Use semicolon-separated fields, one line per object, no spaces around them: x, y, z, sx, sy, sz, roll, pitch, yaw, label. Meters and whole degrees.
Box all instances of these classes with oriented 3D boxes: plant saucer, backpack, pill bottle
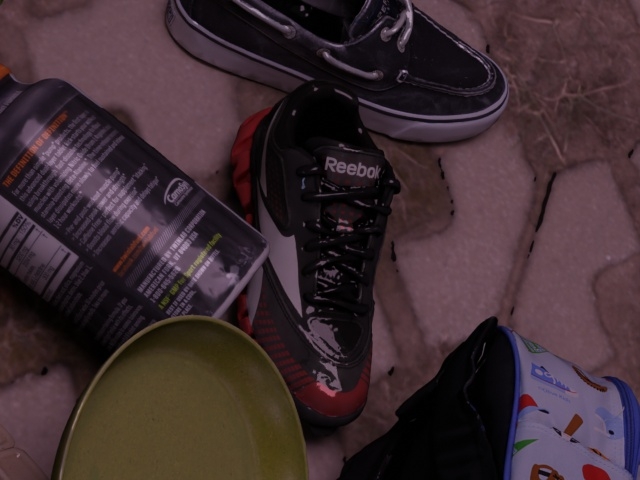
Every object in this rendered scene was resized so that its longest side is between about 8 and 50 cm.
-0.094;0.168;1.125;0.241;0.037;0.241;4;85;-53;plant saucer
0.121;0.197;1.156;0.213;0.276;0.263;24;45;-19;backpack
-0.165;-0.023;1.212;0.245;0.130;0.130;39;50;-2;pill bottle

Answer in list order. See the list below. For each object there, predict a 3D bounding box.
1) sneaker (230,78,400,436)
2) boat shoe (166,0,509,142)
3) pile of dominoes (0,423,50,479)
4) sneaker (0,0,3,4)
0.000;0.000;1.286;0.097;0.135;0.276;9;58;-26;sneaker
0.030;-0.170;1.429;0.301;0.102;0.108;19;53;-17;boat shoe
-0.291;0.128;1.067;0.251;0.040;0.196;42;32;26;pile of dominoes
-0.347;-0.153;1.115;0.202;0.185;0.483;-4;33;18;sneaker
